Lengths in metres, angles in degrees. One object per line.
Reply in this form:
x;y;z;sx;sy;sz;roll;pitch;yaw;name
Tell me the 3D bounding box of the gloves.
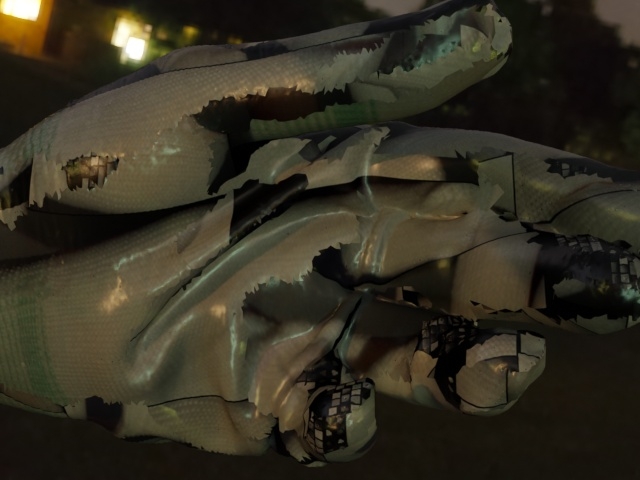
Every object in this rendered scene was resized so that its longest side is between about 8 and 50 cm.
0.001;0.004;0.399;0.212;0.127;0.111;-1;-14;7;gloves
